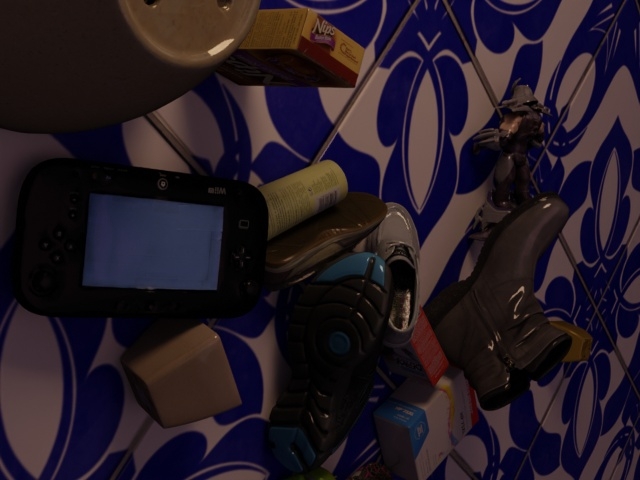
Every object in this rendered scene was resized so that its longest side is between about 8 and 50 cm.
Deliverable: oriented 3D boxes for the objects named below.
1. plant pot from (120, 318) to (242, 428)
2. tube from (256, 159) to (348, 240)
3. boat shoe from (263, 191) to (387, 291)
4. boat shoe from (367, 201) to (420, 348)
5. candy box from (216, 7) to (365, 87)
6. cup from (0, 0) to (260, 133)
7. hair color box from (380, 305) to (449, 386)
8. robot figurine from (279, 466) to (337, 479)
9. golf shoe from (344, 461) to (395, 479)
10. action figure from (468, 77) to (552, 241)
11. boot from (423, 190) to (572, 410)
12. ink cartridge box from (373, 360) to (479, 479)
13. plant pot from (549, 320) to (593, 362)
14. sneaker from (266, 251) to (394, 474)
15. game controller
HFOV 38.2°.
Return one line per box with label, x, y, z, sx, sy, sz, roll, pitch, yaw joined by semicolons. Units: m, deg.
plant pot;-0.173;0.158;1.103;0.096;0.109;0.109;-29;123;-26
tube;-0.071;-0.038;1.198;0.240;0.070;0.062;-29;165;-34
boat shoe;0.000;0.001;1.275;0.223;0.080;0.073;-28;143;-36
boat shoe;0.115;0.040;1.349;0.081;0.079;0.227;112;-20;-66
candy box;-0.057;-0.216;1.052;0.109;0.187;0.053;23;81;-49
cup;-0.192;-0.248;0.850;0.331;0.237;0.331;-19;116;-45
hair color box;0.130;0.152;1.452;0.053;0.093;0.167;-50;133;-26
robot figurine;-0.019;0.386;1.371;0.115;0.067;0.101;-53;123;-24
golf shoe;0.060;0.409;1.485;0.086;0.067;0.186;-43;158;23
action figure;0.331;-0.138;1.600;0.185;0.099;0.285;-3;100;-41
boot;0.335;0.101;1.494;0.118;0.223;0.338;30;102;-44
ink cartridge box;0.197;0.287;1.581;0.231;0.078;0.134;-38;128;-36
plant pot;0.517;0.216;1.924;0.081;0.083;0.081;5;97;-50
sneaker;0.024;0.160;1.303;0.140;0.125;0.341;-18;134;-57
game controller;-0.190;0.003;1.036;0.319;0.067;0.166;5;99;-43
